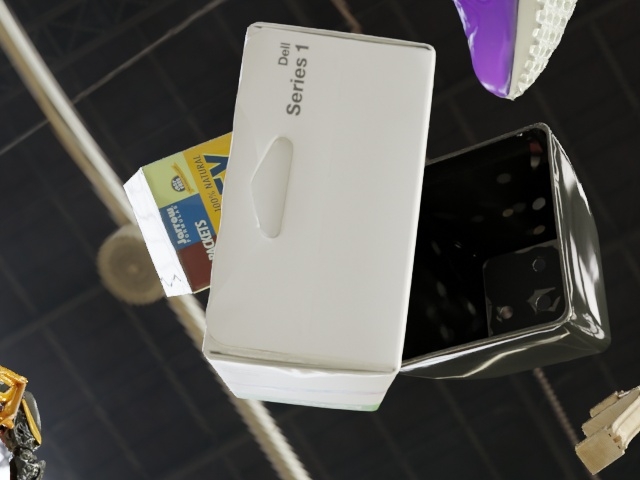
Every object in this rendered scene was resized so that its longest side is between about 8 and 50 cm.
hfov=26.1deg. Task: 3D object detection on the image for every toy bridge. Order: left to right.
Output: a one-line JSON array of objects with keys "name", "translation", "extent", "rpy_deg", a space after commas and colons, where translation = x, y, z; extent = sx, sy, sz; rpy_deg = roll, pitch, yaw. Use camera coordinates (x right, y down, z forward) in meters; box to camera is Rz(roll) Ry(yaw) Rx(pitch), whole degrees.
[{"name": "toy bridge", "translation": [0.245, 0.144, 1.126], "extent": [0.063, 0.188, 0.026], "rpy_deg": [-38, -97, 14]}]

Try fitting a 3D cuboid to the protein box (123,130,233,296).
[{"name": "protein box", "translation": [-0.083, -0.042, 1.454], "extent": [0.201, 0.200, 0.136], "rpy_deg": [-23, -88, -14]}]

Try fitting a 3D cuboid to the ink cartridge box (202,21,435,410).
[{"name": "ink cartridge box", "translation": [0.000, 0.000, 0.915], "extent": [0.117, 0.278, 0.202], "rpy_deg": [7, -101, 1]}]

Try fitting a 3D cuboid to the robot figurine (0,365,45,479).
[{"name": "robot figurine", "translation": [-0.329, 0.195, 1.125], "extent": [0.211, 0.291, 0.085], "rpy_deg": [30, -44, -20]}]

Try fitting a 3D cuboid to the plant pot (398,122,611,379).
[{"name": "plant pot", "translation": [0.167, 0.033, 1.258], "extent": [0.188, 0.188, 0.167], "rpy_deg": [-18, -30, 29]}]

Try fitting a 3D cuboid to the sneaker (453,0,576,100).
[{"name": "sneaker", "translation": [0.087, -0.231, 0.861], "extent": [0.146, 0.102, 0.293], "rpy_deg": [12, -50, 24]}]
